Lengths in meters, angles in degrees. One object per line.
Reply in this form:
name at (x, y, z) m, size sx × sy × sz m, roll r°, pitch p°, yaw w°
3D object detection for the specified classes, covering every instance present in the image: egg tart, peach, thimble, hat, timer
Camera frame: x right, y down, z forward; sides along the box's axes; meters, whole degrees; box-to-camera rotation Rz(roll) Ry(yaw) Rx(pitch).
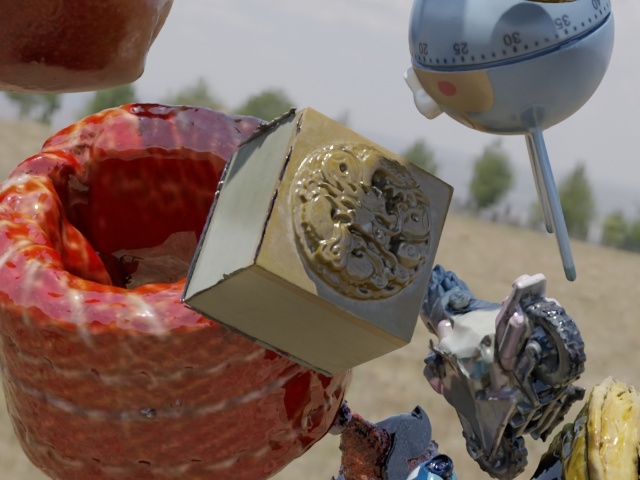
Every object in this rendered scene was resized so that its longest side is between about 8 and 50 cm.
egg tart at (0.234, 0.252, 1.536) m, size 0.132 × 0.297 × 0.297 m, roll -13°, pitch -2°, yaw 11°
peach at (-0.291, -0.286, 1.845) m, size 0.332 × 0.308 × 0.308 m, roll 42°, pitch 3°, yaw -1°
thimble at (-0.140, 0.054, 1.684) m, size 0.350 × 0.231 × 0.350 m, roll -5°, pitch 39°, yaw 4°
hat at (0.055, 0.205, 1.813) m, size 0.129 × 0.140 × 0.227 m, roll 22°, pitch -23°, yaw 35°
timer at (0.139, -0.113, 1.447) m, size 0.175 × 0.255 × 0.175 m, roll 8°, pitch 22°, yaw -3°

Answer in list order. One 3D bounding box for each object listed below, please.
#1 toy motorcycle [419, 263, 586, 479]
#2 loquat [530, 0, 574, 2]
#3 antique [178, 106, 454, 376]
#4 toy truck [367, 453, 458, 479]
toy motorcycle at (0.147, 0.091, 1.694) m, size 0.108 × 0.239 × 0.204 m, roll -10°, pitch 57°, yaw -40°
loquat at (0.169, -0.252, 1.216) m, size 0.246 × 0.213 × 0.213 m, roll 16°, pitch 4°, yaw 12°
antique at (0.000, 0.000, 1.416) m, size 0.152 × 0.147 × 0.148 m, roll 27°, pitch -26°, yaw -22°
toy truck at (0.083, 0.232, 1.664) m, size 0.090 × 0.056 × 0.073 m, roll -10°, pitch 37°, yaw 26°
